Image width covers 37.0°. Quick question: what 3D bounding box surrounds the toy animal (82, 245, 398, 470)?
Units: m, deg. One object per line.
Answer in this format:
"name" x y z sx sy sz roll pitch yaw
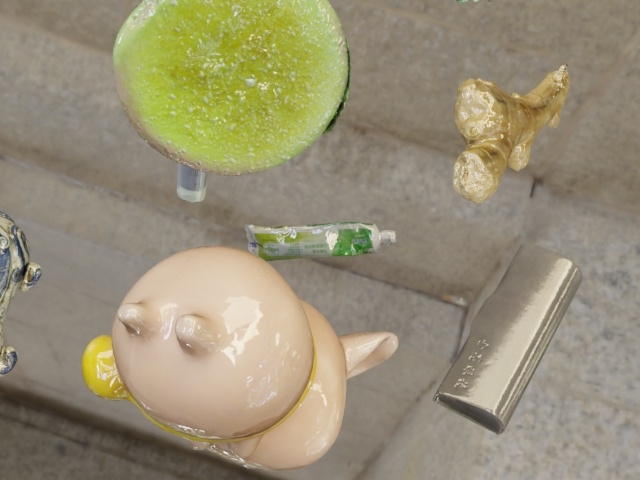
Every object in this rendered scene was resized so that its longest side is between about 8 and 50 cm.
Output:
"toy animal" -0.064 0.086 0.689 0.165 0.149 0.248 24 176 21

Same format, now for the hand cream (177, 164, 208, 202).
"hand cream" -0.211 -0.183 1.640 0.079 0.048 0.255 -10 128 -28

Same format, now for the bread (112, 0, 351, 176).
"bread" -0.106 -0.207 1.198 0.301 0.045 0.301 -4 121 -7

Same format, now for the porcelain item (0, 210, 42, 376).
"porcelain item" -0.514 0.080 1.353 0.138 0.288 0.186 3 157 29

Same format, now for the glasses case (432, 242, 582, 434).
"glasses case" 0.180 0.088 0.907 0.072 0.191 0.042 26 151 18

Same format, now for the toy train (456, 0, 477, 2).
"toy train" 0.200 -0.379 1.332 0.064 0.044 0.103 -20 116 8

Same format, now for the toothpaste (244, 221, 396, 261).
"toothpaste" 0.000 0.000 1.571 0.247 0.047 0.078 -3 123 8

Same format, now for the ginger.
"ginger" 0.256 -0.161 1.309 0.081 0.333 0.148 -32 88 44
